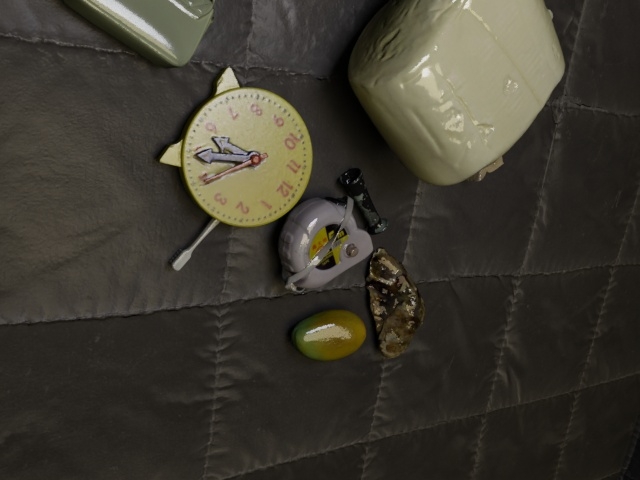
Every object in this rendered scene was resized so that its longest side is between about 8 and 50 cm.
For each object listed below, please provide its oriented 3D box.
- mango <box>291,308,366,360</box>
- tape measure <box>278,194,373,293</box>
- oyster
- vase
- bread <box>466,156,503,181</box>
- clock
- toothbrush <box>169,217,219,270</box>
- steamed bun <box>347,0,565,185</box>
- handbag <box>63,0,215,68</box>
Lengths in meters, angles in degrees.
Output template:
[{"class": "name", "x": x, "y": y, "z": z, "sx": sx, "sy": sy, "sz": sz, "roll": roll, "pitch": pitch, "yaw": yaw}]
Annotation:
[{"class": "mango", "x": 0.019, "y": 0.229, "z": 1.531, "sx": 0.194, "sy": 0.092, "sz": 0.130, "roll": 7, "pitch": 106, "yaw": -31}, {"class": "tape measure", "x": 0.000, "y": 0.000, "z": 1.410, "sx": 0.236, "sy": 0.120, "sz": 0.197, "roll": -33, "pitch": 129, "yaw": -25}, {"class": "oyster", "x": 0.186, "y": 0.161, "z": 1.622, "sx": 0.166, "sy": 0.094, "sz": 0.294, "roll": -31, "pitch": 117, "yaw": -10}, {"class": "vase", "x": 0.104, "y": -0.089, "z": 1.484, "sx": 0.059, "sy": 0.059, "sz": 0.167, "roll": -42, "pitch": 126, "yaw": -13}, {"class": "bread", "x": 0.402, "y": -0.241, "z": 1.614, "sx": 0.105, "sy": 0.077, "sz": 0.152, "roll": -32, "pitch": 121, "yaw": -21}, {"class": "clock", "x": -0.144, "y": -0.165, "z": 1.256, "sx": 0.293, "sy": 0.071, "sz": 0.277, "roll": 32, "pitch": 86, "yaw": -30}, {"class": "toothbrush", "x": -0.193, "y": -0.073, "z": 1.311, "sx": 0.342, "sy": 0.030, "sz": 0.025, "roll": -50, "pitch": 127, "yaw": -7}, {"class": "steamed bun", "x": 0.272, "y": -0.381, "z": 1.345, "sx": 0.456, "sy": 0.290, "sz": 0.371, "roll": -47, "pitch": 121, "yaw": -12}, {"class": "handbag", "x": -0.294, "y": -0.441, "z": 1.080, "sx": 0.256, "sy": 0.079, "sz": 0.219, "roll": 32, "pitch": 78, "yaw": -38}]
